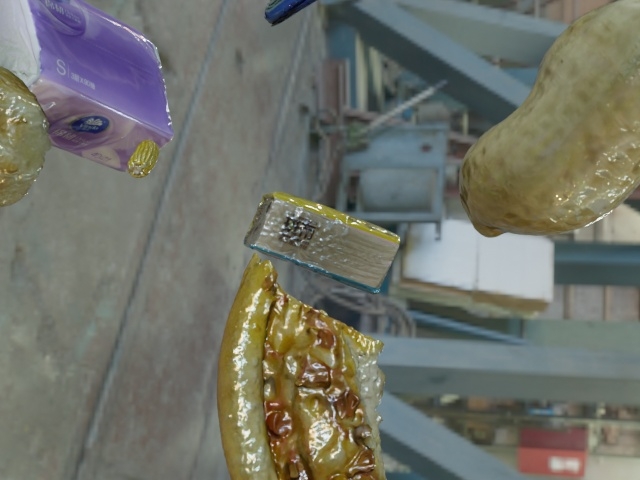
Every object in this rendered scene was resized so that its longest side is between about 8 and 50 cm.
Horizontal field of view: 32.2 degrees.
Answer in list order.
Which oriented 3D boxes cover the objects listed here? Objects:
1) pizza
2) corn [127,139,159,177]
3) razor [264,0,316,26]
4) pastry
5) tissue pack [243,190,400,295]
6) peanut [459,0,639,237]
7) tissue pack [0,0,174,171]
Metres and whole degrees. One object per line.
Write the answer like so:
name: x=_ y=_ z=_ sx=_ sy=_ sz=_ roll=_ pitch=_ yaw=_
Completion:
pizza: x=-0.013 y=0.140 z=0.863 sx=0.056 sy=0.134 sz=0.271 roll=101 pitch=-12 yaw=-71
corn: x=-0.254 y=-0.119 z=1.598 sx=0.092 sy=0.037 sz=0.037 roll=-86 pitch=172 yaw=-65
razor: x=0.064 y=-0.273 z=1.048 sx=0.056 sy=0.324 sz=0.093 roll=53 pitch=42 yaw=-28
pastry: x=-0.444 y=-0.139 z=1.462 sx=0.093 sy=0.182 sz=0.192 roll=11 pitch=40 yaw=-54
tissue pack: x=0.000 y=0.000 z=1.356 sx=0.120 sy=0.169 sz=0.082 roll=-165 pitch=-85 yaw=-82
peanut: x=0.208 y=-0.090 z=0.878 sx=0.253 sy=0.122 sz=0.137 roll=-50 pitch=-149 yaw=22
tissue pack: x=-0.406 y=-0.276 z=1.816 sx=0.338 sy=0.160 sz=0.242 roll=20 pitch=47 yaw=-57
